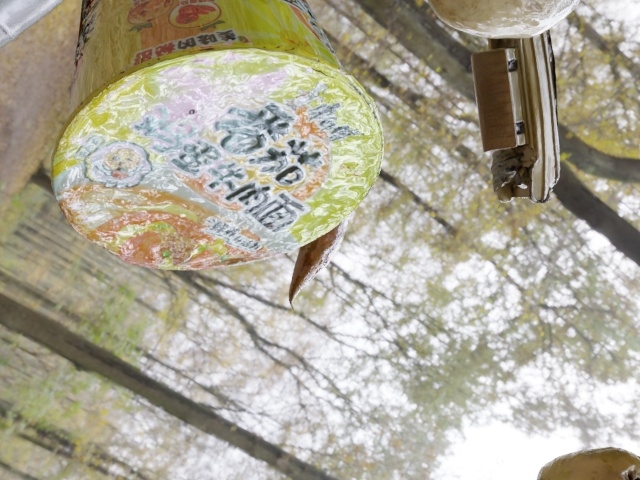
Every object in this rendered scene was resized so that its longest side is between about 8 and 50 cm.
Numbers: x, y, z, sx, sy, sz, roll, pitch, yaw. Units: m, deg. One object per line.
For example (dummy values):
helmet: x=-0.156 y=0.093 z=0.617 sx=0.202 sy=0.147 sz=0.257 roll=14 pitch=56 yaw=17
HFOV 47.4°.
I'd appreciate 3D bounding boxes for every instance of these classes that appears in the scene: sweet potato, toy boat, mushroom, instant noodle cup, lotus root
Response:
sweet potato: x=0.000 y=0.000 z=0.901 sx=0.056 sy=0.056 sz=0.194 roll=-27 pitch=-145 yaw=55
toy boat: x=0.353 y=-0.288 z=1.377 sx=0.136 sy=0.162 sz=0.445 roll=-173 pitch=-105 yaw=-65
mushroom: x=0.260 y=-0.409 z=1.050 sx=0.254 sy=0.255 sz=0.184 roll=-52 pitch=168 yaw=13
instant noodle cup: x=-0.094 y=-0.127 z=0.622 sx=0.264 sy=0.264 sz=0.200 roll=-42 pitch=-133 yaw=35
lotus root: x=0.456 y=0.449 z=1.258 sx=0.169 sy=0.152 sz=0.342 roll=-58 pitch=177 yaw=-25

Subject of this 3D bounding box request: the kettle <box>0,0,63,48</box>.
kettle: x=-0.487 y=-0.516 z=1.140 sx=0.324 sy=0.320 sz=0.228 roll=-39 pitch=-154 yaw=-8
